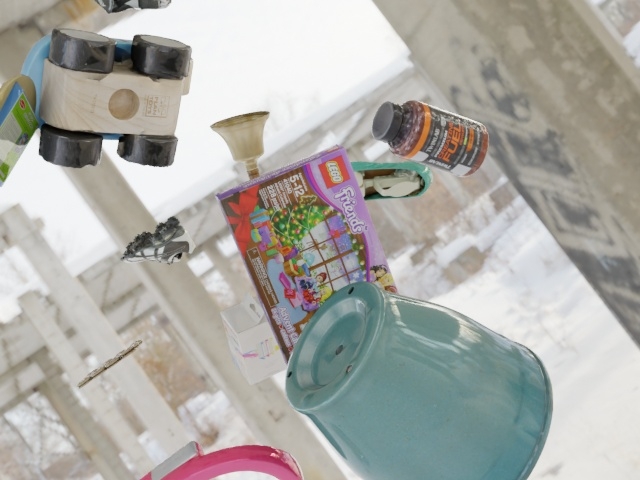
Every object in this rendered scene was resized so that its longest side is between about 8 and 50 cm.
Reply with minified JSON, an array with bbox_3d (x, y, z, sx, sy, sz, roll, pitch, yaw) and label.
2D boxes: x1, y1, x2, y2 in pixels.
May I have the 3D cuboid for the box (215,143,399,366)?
[{"bbox_3d":[-0.010,0.028,1.344,0.201,0.293,0.057,-24,16,-8],"label":"box"}]

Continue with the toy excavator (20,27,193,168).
[{"bbox_3d":[-0.382,-0.312,1.719,0.433,0.445,0.222,-2,-66,-35],"label":"toy excavator"}]

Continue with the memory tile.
[{"bbox_3d":[-0.435,0.254,1.848,0.148,0.012,0.113,-34,5,3],"label":"memory tile"}]

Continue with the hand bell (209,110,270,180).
[{"bbox_3d":[-0.139,-0.135,1.847,0.126,0.242,0.126,-11,17,4],"label":"hand bell"}]

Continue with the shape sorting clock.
[{"bbox_3d":[-0.514,-0.171,1.441,0.206,0.040,0.206,26,-90,-89],"label":"shape sorting clock"}]

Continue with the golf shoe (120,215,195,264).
[{"bbox_3d":[-0.346,0.023,1.894,0.198,0.094,0.077,-21,33,42],"label":"golf shoe"}]

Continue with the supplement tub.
[{"bbox_3d":[0.191,-0.184,1.575,0.198,0.106,0.106,14,-31,-25],"label":"supplement tub"}]

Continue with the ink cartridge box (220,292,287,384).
[{"bbox_3d":[-0.123,0.178,1.679,0.090,0.143,0.092,-23,32,-18],"label":"ink cartridge box"}]

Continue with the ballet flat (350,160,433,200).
[{"bbox_3d":[0.105,-0.116,1.801,0.247,0.083,0.087,-6,22,3],"label":"ballet flat"}]

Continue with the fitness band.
[{"bbox_3d":[-0.154,0.373,1.207,0.291,0.209,0.054,-39,35,14],"label":"fitness band"}]

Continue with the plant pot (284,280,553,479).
[{"bbox_3d":[0.105,0.188,1.133,0.271,0.255,0.272,-43,25,26],"label":"plant pot"}]

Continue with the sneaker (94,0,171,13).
[{"bbox_3d":[-0.288,-0.374,1.328,0.106,0.078,0.234,-18,19,-16],"label":"sneaker"}]
